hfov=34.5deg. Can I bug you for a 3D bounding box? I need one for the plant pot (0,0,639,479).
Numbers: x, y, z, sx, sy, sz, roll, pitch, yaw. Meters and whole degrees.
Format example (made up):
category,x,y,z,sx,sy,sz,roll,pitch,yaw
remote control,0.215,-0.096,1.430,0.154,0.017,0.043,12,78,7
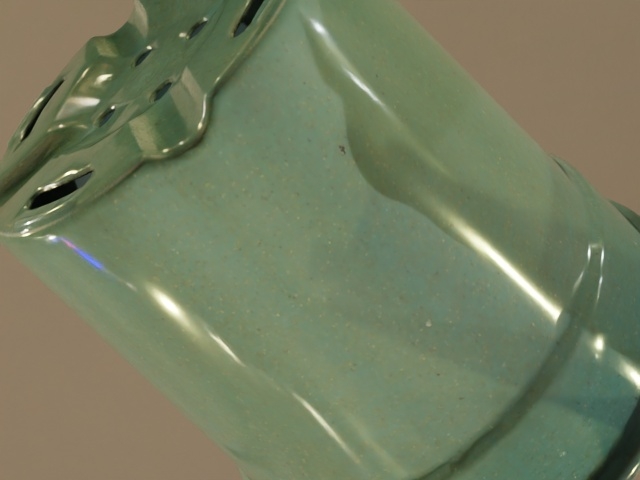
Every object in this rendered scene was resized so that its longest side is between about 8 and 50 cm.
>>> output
category,x,y,z,sx,sy,sz,roll,pitch,yaw
plant pot,0.000,0.000,0.655,0.341,0.334,0.341,-31,-147,23
